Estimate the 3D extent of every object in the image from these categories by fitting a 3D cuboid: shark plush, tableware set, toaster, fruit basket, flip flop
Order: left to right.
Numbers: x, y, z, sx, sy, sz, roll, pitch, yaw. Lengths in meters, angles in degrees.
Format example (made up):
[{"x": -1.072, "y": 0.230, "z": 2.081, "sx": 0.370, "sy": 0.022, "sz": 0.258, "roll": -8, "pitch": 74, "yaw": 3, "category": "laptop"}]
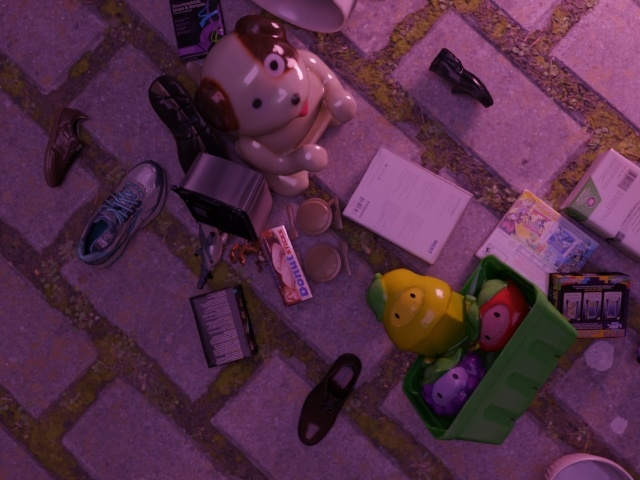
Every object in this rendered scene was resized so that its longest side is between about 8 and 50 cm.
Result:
[{"x": -0.293, "y": -0.247, "z": 1.722, "sx": 0.112, "sy": 0.080, "sz": 0.277, "roll": -28, "pitch": 102, "yaw": 11, "category": "flip flop"}, {"x": -0.259, "y": 0.030, "z": 1.745, "sx": 0.067, "sy": 0.073, "sz": 0.161, "roll": 15, "pitch": 110, "yaw": 23, "category": "shark plush"}, {"x": -0.206, "y": -0.093, "z": 1.630, "sx": 0.168, "sy": 0.185, "sz": 0.110, "roll": 20, "pitch": 72, "yaw": 13, "category": "toaster"}, {"x": 0.000, "y": 0.000, "z": 1.724, "sx": 0.128, "sy": 0.039, "sz": 0.194, "roll": -11, "pitch": 81, "yaw": 15, "category": "tableware set"}, {"x": 0.276, "y": 0.195, "z": 1.569, "sx": 0.392, "sy": 0.283, "sz": 0.392, "roll": -4, "pitch": 109, "yaw": -12, "category": "fruit basket"}]

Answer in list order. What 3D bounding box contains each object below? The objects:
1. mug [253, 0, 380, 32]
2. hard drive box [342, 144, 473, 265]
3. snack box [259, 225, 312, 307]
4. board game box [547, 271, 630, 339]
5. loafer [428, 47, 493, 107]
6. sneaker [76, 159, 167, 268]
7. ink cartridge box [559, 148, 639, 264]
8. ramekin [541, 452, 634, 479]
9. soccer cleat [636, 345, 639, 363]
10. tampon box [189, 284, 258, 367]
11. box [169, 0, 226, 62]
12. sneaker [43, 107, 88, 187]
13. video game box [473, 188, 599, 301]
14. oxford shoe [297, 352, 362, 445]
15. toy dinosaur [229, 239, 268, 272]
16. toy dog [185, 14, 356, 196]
[{"x": 0.040, "y": -0.645, "z": 1.624, "sx": 0.374, "sy": 0.276, "sz": 0.328, "roll": 23, "pitch": 84, "yaw": 10, "category": "mug"}, {"x": 0.191, "y": -0.076, "z": 1.689, "sx": 0.232, "sy": 0.089, "sz": 0.181, "roll": 30, "pitch": 90, "yaw": 4, "category": "hard drive box"}, {"x": -0.080, "y": 0.057, "z": 1.692, "sx": 0.064, "sy": 0.022, "sz": 0.178, "roll": -17, "pitch": 78, "yaw": -24, "category": "snack box"}, {"x": 0.581, "y": 0.141, "z": 1.651, "sx": 0.170, "sy": 0.048, "sz": 0.141, "roll": 0, "pitch": 100, "yaw": -9, "category": "board game box"}, {"x": 0.319, "y": -0.356, "z": 1.714, "sx": 0.170, "sy": 0.062, "sz": 0.061, "roll": 47, "pitch": 113, "yaw": 7, "category": "loafer"}, {"x": -0.447, "y": -0.056, "z": 1.708, "sx": 0.110, "sy": 0.122, "sz": 0.283, "roll": 32, "pitch": 90, "yaw": 3, "category": "sneaker"}, {"x": 0.667, "y": -0.070, "z": 1.659, "sx": 0.219, "sy": 0.092, "sz": 0.160, "roll": 37, "pitch": 91, "yaw": 4, "category": "ink cartridge box"}, {"x": 0.571, "y": 0.558, "z": 1.634, "sx": 0.207, "sy": 0.109, "sz": 0.207, "roll": 0, "pitch": 88, "yaw": 4, "category": "ramekin"}, {"x": 0.821, "y": 0.173, "z": 1.648, "sx": 0.318, "sy": 0.108, "sz": 0.116, "roll": -25, "pitch": 66, "yaw": 4, "category": "soccer cleat"}, {"x": -0.213, "y": 0.189, "z": 1.686, "sx": 0.101, "sy": 0.120, "sz": 0.161, "roll": -15, "pitch": 87, "yaw": 2, "category": "tampon box"}, {"x": -0.283, "y": -0.505, "z": 1.763, "sx": 0.116, "sy": 0.029, "sz": 0.162, "roll": -11, "pitch": 86, "yaw": 3, "category": "box"}, {"x": -0.586, "y": -0.213, "z": 1.751, "sx": 0.071, "sy": 0.066, "sz": 0.188, "roll": 8, "pitch": 89, "yaw": 3, "category": "sneaker"}, {"x": 0.478, "y": 0.020, "z": 1.690, "sx": 0.205, "sy": 0.048, "sz": 0.187, "roll": 38, "pitch": 93, "yaw": 3, "category": "video game box"}, {"x": 0.013, "y": 0.356, "z": 1.681, "sx": 0.083, "sy": 0.096, "sz": 0.227, "roll": 27, "pitch": 91, "yaw": 2, "category": "oxford shoe"}, {"x": -0.157, "y": 0.005, "z": 1.731, "sx": 0.112, "sy": 0.064, "sz": 0.211, "roll": -35, "pitch": 86, "yaw": -29, "category": "toy dinosaur"}, {"x": -0.111, "y": -0.305, "z": 1.556, "sx": 0.395, "sy": 0.408, "sz": 0.284, "roll": 42, "pitch": 90, "yaw": 4, "category": "toy dog"}]
